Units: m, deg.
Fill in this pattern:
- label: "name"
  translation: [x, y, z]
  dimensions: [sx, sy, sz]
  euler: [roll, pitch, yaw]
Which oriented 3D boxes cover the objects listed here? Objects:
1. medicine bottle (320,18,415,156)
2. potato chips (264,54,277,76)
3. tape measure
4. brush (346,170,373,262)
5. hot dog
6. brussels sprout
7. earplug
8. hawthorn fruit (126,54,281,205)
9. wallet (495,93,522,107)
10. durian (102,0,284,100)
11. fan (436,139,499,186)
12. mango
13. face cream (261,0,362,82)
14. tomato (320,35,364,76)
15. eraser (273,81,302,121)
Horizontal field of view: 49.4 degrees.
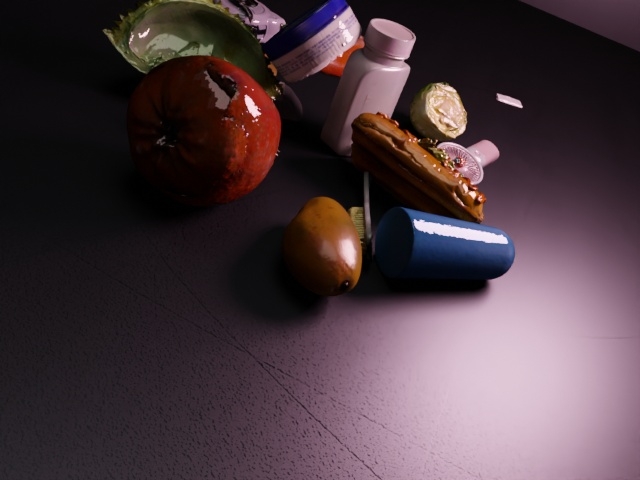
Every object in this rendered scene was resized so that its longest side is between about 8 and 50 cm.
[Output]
- label: "medicine bottle"
  translation: [0.110, -0.338, 1.565]
  dimensions: [0.161, 0.296, 0.111]
  euler: [-17, 52, -40]
- label: "potato chips"
  translation: [-0.207, -0.471, 1.776]
  dimensions: [0.208, 0.061, 0.195]
  euler: [17, 38, -10]
- label: "tape measure"
  translation: [-0.213, -0.619, 1.925]
  dimensions: [0.196, 0.105, 0.178]
  euler: [38, 40, 20]
- label: "brush"
  translation: [0.074, -0.054, 1.393]
  dimensions: [0.060, 0.068, 0.296]
  euler: [-2, 33, 4]
- label: "hot dog"
  translation: [0.207, -0.149, 1.480]
  dimensions: [0.349, 0.158, 0.117]
  euler: [38, 67, 19]
- label: "brussels sprout"
  translation: [0.293, -0.320, 1.792]
  dimensions: [0.149, 0.122, 0.151]
  euler: [-12, 83, -31]
- label: "earplug"
  translation: [0.253, 0.017, 1.334]
  dimensions: [0.273, 0.132, 0.132]
  euler: [6, 38, -26]
- label: "hawthorn fruit"
  translation: [-0.185, -0.190, 1.273]
  dimensions: [0.276, 0.276, 0.308]
  euler: [44, 19, 27]
- label: "wallet"
  translation: [0.592, -0.439, 2.185]
  dimensions: [0.083, 0.011, 0.044]
  euler: [16, 36, -8]
- label: "durian"
  translation: [-0.254, -0.412, 1.505]
  dimensions: [0.395, 0.163, 0.198]
  euler: [26, 42, -12]
- label: "fan"
  translation: [0.348, -0.187, 1.657]
  dimensions: [0.130, 0.074, 0.244]
  euler: [48, 47, 13]
- label: "mango"
  translation: [0.000, 0.000, 1.229]
  dimensions: [0.139, 0.113, 0.253]
  euler: [4, 36, -7]
- label: "face cream"
  translation: [-0.015, -0.434, 1.505]
  dimensions: [0.111, 0.206, 0.206]
  euler: [53, 32, -17]
- label: "tomato"
  translation: [0.042, -0.558, 1.986]
  dimensions: [0.237, 0.095, 0.236]
  euler: [14, 36, -10]
- label: "eraser"
  translation: [-0.206, -0.358, 1.628]
  dimensions: [0.352, 0.061, 0.089]
  euler: [13, 40, -10]
